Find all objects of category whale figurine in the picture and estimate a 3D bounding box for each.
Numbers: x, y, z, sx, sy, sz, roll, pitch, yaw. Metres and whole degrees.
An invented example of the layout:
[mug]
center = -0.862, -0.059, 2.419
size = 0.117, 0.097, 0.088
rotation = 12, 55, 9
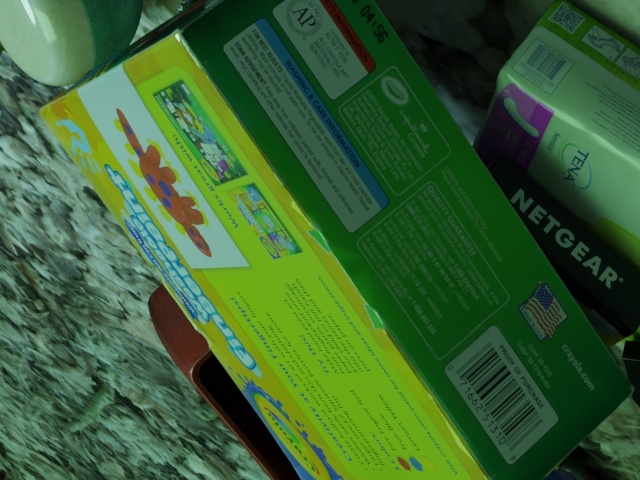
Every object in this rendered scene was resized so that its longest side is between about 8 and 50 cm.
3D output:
[whale figurine]
center = -0.275, -0.293, 1.787
size = 0.272, 0.141, 0.216
rotation = 63, 158, 7

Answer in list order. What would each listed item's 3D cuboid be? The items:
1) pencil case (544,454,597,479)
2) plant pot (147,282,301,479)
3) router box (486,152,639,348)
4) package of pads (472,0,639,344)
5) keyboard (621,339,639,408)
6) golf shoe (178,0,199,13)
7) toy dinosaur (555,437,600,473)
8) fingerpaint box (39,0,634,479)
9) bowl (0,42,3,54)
[pencil case]
center = 0.312, 0.342, 2.055
size = 0.306, 0.119, 0.133
rotation = 42, 180, -9
[plant pot]
center = -0.037, 0.104, 1.990
size = 0.236, 0.267, 0.267
rotation = 27, 157, 54
[router box]
center = 0.182, 0.019, 1.487
size = 0.179, 0.046, 0.133
rotation = 41, 157, 1
[package of pads]
center = 0.238, -0.040, 1.483
size = 0.229, 0.101, 0.296
rotation = 35, 157, 10
[keyboard]
center = 0.408, 0.116, 1.484
size = 0.317, 0.033, 0.201
rotation = 6, 153, 19
[golf shoe]
center = -0.050, -0.162, 1.729
size = 0.120, 0.105, 0.273
rotation = -1, 140, 24
[toy dinosaur]
center = 0.162, 0.183, 1.843
size = 0.164, 0.218, 0.322
rotation = 159, 103, -81
[fingerpaint box]
center = 0.000, 0.000, 1.497
size = 0.445, 0.163, 0.371
rotation = 55, 156, -10
[bowl]
center = -0.435, -0.301, 1.935
size = 0.289, 0.156, 0.289
rotation = 33, 156, 16
